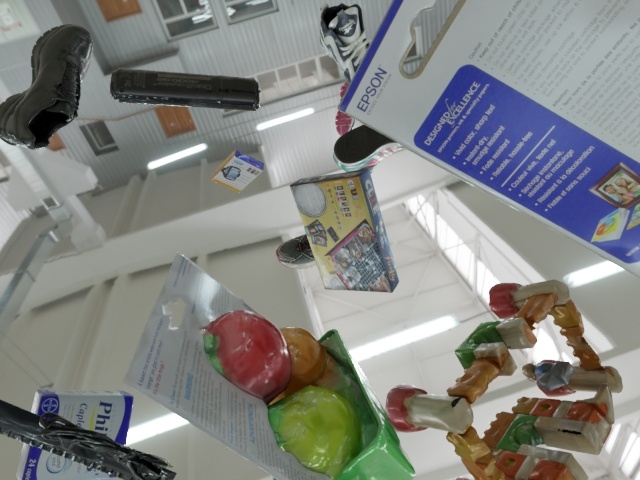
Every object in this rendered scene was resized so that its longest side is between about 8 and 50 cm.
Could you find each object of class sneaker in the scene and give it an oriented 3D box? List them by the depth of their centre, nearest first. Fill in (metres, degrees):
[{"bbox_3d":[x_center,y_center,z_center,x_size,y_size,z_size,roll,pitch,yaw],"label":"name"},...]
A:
[{"bbox_3d":[-0.542,-0.309,0.859,0.130,0.109,0.286,24,-94,24],"label":"sneaker"},{"bbox_3d":[0.075,-0.430,0.914,0.094,0.153,0.235,-35,-103,5],"label":"sneaker"},{"bbox_3d":[0.166,-0.267,1.162,0.295,0.124,0.178,-21,178,-6],"label":"sneaker"},{"bbox_3d":[0.091,-0.393,1.270,0.063,0.075,0.170,1,-101,30],"label":"sneaker"},{"bbox_3d":[0.000,0.000,1.328,0.299,0.112,0.121,-16,-121,0],"label":"sneaker"}]

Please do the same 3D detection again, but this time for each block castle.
[{"bbox_3d":[0.367,0.307,0.834,0.453,0.303,0.213,-33,-179,-31],"label":"block castle"}]

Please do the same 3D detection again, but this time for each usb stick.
[{"bbox_3d":[-0.256,-0.293,0.810,0.278,0.045,0.077,0,-116,-13],"label":"usb stick"}]

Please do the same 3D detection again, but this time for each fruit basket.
[{"bbox_3d":[-0.065,0.182,0.515,0.165,0.353,0.327,-51,-160,6],"label":"fruit basket"}]

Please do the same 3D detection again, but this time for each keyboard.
[{"bbox_3d":[-0.305,0.243,0.496,0.201,0.317,0.033,-16,-138,34],"label":"keyboard"}]

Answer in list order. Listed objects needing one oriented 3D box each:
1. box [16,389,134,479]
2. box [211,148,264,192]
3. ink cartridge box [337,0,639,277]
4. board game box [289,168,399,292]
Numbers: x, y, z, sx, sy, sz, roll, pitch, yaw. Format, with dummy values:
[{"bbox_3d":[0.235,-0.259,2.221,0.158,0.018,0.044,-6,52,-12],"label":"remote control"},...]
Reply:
[{"bbox_3d":[-0.386,0.308,0.662,0.072,0.137,0.126,-16,-115,48],"label":"box"},{"bbox_3d":[-0.201,-0.174,1.027,0.136,0.081,0.028,-32,-134,41],"label":"box"},{"bbox_3d":[0.218,-0.099,0.336,0.371,0.176,0.069,26,-144,-8],"label":"ink cartridge box"},{"bbox_3d":[0.049,-0.012,0.826,0.165,0.243,0.042,-1,-153,37],"label":"board game box"}]
